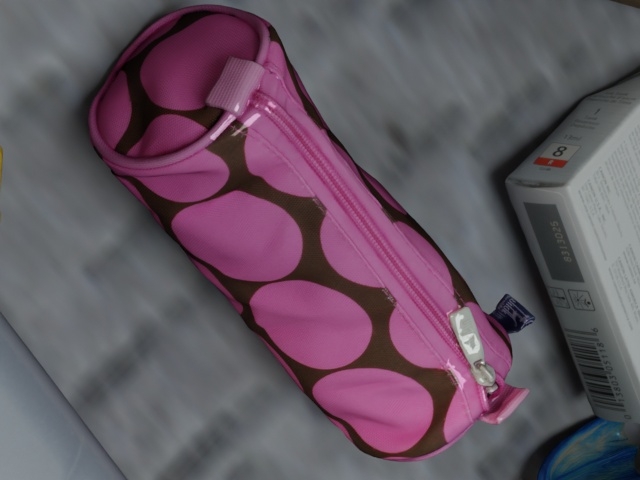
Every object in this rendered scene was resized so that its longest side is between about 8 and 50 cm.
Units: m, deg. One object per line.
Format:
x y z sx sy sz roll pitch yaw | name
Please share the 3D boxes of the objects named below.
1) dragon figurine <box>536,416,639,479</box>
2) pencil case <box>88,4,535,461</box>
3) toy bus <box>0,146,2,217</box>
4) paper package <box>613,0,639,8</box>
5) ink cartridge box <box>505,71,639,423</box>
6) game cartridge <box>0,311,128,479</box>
0.158 0.139 0.863 0.289 0.144 0.085 -32 118 -43 | dragon figurine
0.000 0.000 0.716 0.095 0.098 0.209 -49 123 -11 | pencil case
-0.208 -0.102 0.538 0.220 0.149 0.211 7 86 -31 | toy bus
0.207 -0.165 0.672 0.325 0.309 0.168 8 94 -34 | paper package
0.173 -0.020 0.868 0.179 0.045 0.145 -46 124 -35 | ink cartridge box
-0.221 0.136 0.642 0.297 0.062 0.198 -42 126 -16 | game cartridge
